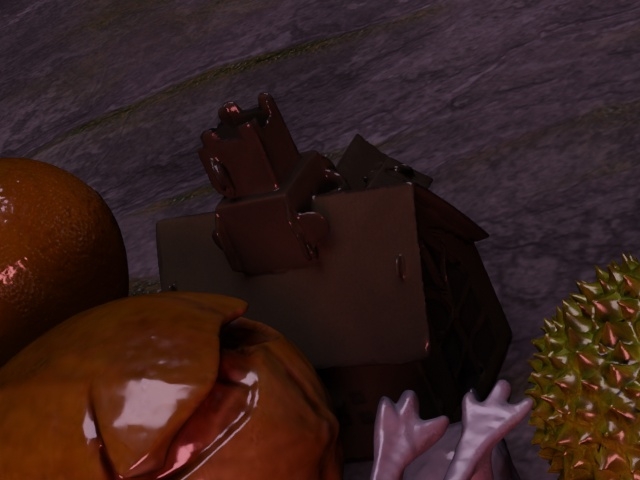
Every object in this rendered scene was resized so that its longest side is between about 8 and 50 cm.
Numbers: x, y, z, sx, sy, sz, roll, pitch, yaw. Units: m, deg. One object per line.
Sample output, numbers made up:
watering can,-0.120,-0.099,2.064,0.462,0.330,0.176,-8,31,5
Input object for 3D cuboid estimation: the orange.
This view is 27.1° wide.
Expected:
orange,-0.265,0.026,1.167,0.206,0.206,0.206,-21,27,11

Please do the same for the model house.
model house,0.000,0.000,0.929,0.211,0.243,0.204,-8,32,30

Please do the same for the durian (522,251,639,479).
durian,0.191,0.101,0.678,0.146,0.198,0.159,-34,-17,-44

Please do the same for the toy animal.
toy animal,0.054,0.160,0.672,0.081,0.206,0.367,16,40,13

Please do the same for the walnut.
walnut,-0.139,0.151,0.844,0.336,0.209,0.209,-21,25,35
